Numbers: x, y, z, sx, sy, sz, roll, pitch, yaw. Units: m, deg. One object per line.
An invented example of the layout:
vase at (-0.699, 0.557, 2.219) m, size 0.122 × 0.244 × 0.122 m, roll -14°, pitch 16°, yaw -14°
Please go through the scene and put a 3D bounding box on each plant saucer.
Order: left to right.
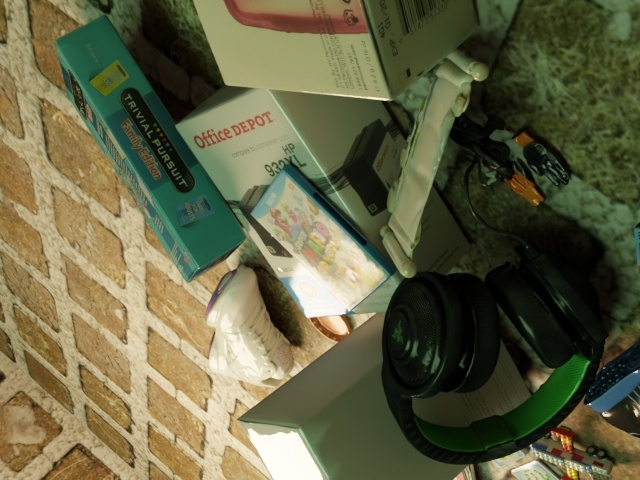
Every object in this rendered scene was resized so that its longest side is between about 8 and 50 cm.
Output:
plant saucer at (0.014, 0.121, 1.463) m, size 0.083 × 0.013 × 0.083 m, roll 32°, pitch 147°, yaw 24°

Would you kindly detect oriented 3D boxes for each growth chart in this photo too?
growth chart at (0.103, -0.082, 0.948) m, size 0.021 × 0.172 × 0.237 m, roll 13°, pitch 113°, yaw -8°

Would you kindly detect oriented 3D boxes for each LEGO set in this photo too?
LEGO set at (0.274, 0.271, 1.281) m, size 0.182 × 0.060 × 0.244 m, roll 41°, pitch 148°, yaw 2°

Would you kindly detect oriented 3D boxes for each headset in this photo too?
headset at (0.174, 0.064, 1.023) m, size 0.185 × 0.243 × 0.394 m, roll -120°, pitch 19°, yaw -51°

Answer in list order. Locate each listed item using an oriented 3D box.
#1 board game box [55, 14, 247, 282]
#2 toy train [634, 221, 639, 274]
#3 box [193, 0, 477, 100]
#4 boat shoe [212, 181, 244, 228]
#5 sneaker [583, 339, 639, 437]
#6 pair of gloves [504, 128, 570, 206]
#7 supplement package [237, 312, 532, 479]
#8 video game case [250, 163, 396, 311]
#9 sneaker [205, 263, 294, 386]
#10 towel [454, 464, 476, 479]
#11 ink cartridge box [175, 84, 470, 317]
board game box at (-0.233, -0.110, 1.316) m, size 0.336 × 0.079 × 0.254 m, roll 58°, pitch 167°, yaw 0°
toy train at (0.372, 0.024, 0.856) m, size 0.184 × 0.080 × 0.105 m, roll 12°, pitch 129°, yaw 44°
box at (0.009, -0.232, 0.930) m, size 0.232 × 0.148 × 0.127 m, roll 14°, pitch 135°, yaw 42°
boat shoe at (-0.162, -0.077, 1.406) m, size 0.049 × 0.056 × 0.152 m, roll -1°, pitch 126°, yaw 45°
sneaker at (0.372, 0.145, 1.003) m, size 0.090 × 0.081 × 0.232 m, roll 33°, pitch 150°, yaw 0°
pair of gloves at (0.216, -0.075, 0.992) m, size 0.074 × 0.010 × 0.083 m, roll 43°, pitch 150°, yaw 0°
supplement package at (0.081, 0.211, 1.186) m, size 0.175 × 0.293 × 0.177 m, roll -12°, pitch 109°, yaw 60°
video game case at (0.000, 0.000, 1.086) m, size 0.166 × 0.015 × 0.119 m, roll 45°, pitch 149°, yaw 2°
sneaker at (-0.105, 0.143, 1.570) m, size 0.152 × 0.114 × 0.305 m, roll 23°, pitch 148°, yaw 11°
towel at (0.177, 0.364, 1.536) m, size 0.197 × 0.029 × 0.144 m, roll 15°, pitch 138°, yaw 45°
ink cartridge box at (-0.001, -0.067, 1.150) m, size 0.223 × 0.129 × 0.307 m, roll -10°, pitch 118°, yaw 55°
